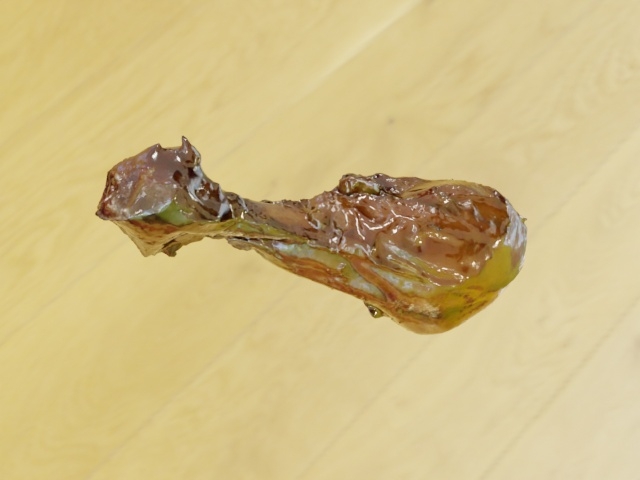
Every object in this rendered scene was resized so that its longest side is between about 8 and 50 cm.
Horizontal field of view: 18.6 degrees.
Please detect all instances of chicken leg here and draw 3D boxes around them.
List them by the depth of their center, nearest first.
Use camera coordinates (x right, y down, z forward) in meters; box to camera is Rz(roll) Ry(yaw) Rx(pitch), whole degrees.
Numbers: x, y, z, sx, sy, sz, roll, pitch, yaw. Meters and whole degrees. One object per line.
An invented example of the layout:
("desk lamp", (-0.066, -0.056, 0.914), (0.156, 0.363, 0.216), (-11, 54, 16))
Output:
("chicken leg", (0.000, 0.000, 1.284), (0.304, 0.113, 0.093), (8, 34, -25))
